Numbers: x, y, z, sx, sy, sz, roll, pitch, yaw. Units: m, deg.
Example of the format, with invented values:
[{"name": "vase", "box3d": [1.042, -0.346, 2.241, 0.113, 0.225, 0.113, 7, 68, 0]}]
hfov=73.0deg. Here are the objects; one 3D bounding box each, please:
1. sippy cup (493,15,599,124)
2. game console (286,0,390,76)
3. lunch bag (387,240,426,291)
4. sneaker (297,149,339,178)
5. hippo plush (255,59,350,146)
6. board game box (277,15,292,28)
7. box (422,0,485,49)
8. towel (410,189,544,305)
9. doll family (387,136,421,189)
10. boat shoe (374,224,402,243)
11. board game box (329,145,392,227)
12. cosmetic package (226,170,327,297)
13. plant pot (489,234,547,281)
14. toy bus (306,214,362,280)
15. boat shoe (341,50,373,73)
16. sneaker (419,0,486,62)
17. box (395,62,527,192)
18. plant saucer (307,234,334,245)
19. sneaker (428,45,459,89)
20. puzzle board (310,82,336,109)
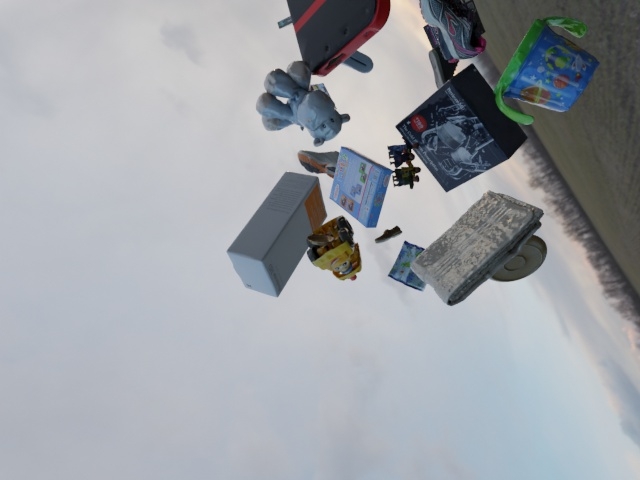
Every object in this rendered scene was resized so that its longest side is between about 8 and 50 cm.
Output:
[{"name": "sippy cup", "box3d": [0.688, -0.510, 1.309, 0.224, 0.305, 0.240, 30, -147, 11]}, {"name": "game console", "box3d": [0.036, -0.722, 1.299, 0.060, 0.387, 0.341, -12, -93, -36]}, {"name": "lunch bag", "box3d": [0.299, 0.085, 1.340, 0.151, 0.128, 0.096, 22, -176, -40]}, {"name": "sneaker", "box3d": [0.022, -0.360, 1.939, 0.263, 0.099, 0.121, 24, -119, 20]}, {"name": "hippo plush", "box3d": [-0.054, -0.395, 1.393, 0.236, 0.234, 0.294, 53, -179, 33]}, {"name": "board game box", "box3d": [-0.052, -0.832, 1.595, 0.186, 0.126, 0.026, -30, -65, -22]}, {"name": "box", "box3d": [0.593, -0.936, 1.915, 0.247, 0.142, 0.163, -42, -70, -36]}, {"name": "towel", "box3d": [0.346, 0.009, 0.978, 0.049, 0.282, 0.187, 45, -176, -25]}, {"name": "doll family", "box3d": [0.303, -0.274, 1.529, 0.076, 0.112, 0.192, -26, -74, -77]}, {"name": "boat shoe", "box3d": [0.389, -0.034, 2.517, 0.060, 0.178, 0.064, 64, 167, 14]}, {"name": "board game box", "box3d": [0.101, -0.149, 1.169, 0.039, 0.160, 0.211, -1, -153, -30]}, {"name": "cosmetic package", "box3d": [-0.150, -0.034, 1.679, 0.453, 0.162, 0.230, -59, -29, -33]}, {"name": "plant pot", "box3d": [0.670, 0.071, 1.503, 0.236, 0.236, 0.032, 37, -149, -31]}, {"name": "toy bus", "box3d": [0.068, 0.054, 1.402, 0.211, 0.150, 0.220, 55, -167, -21]}, {"name": "boat shoe", "box3d": [0.092, -0.816, 1.889, 0.303, 0.109, 0.094, 31, -168, -5]}, {"name": "sneaker", "box3d": [0.379, -0.648, 1.232, 0.299, 0.112, 0.120, 37, -108, -42]}, {"name": "box", "box3d": [0.516, -0.408, 1.620, 0.343, 0.313, 0.179, 51, -123, -4]}, {"name": "plant saucer", "box3d": [0.000, 0.000, 1.304, 0.083, 0.084, 0.015, -29, -54, -62]}, {"name": "sneaker", "box3d": [0.527, -0.687, 1.749, 0.222, 0.118, 0.083, 61, -178, -35]}, {"name": "puzzle board", "box3d": [0.004, -0.597, 1.806, 0.011, 0.097, 0.128, -54, -48, -22]}]
